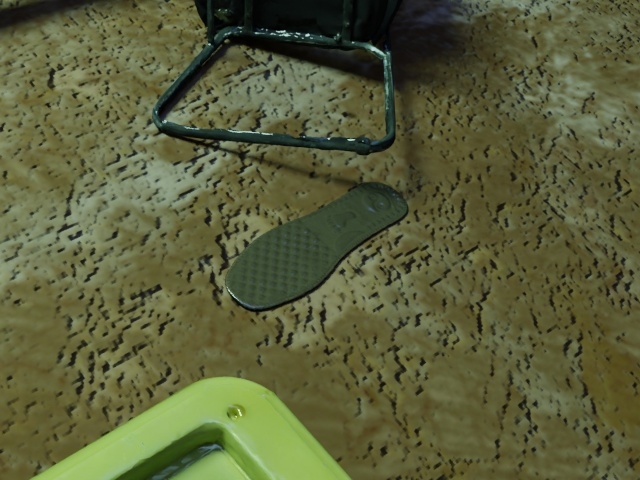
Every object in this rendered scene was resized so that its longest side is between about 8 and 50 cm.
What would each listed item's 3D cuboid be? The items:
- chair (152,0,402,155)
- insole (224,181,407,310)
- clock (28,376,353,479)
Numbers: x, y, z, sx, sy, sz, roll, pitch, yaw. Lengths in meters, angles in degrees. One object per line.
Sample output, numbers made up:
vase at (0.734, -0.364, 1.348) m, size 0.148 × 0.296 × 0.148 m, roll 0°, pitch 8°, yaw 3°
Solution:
chair at (-0.008, -0.172, 0.668) m, size 0.145 × 0.140 × 0.221 m, roll 9°, pitch 38°, yaw 6°
insole at (0.000, 0.000, 0.596) m, size 0.045 × 0.002 × 0.135 m, roll 41°, pitch 49°, yaw 21°
clock at (-0.068, 0.152, 0.367) m, size 0.202 × 0.096 × 0.143 m, roll -28°, pitch 62°, yaw -34°
